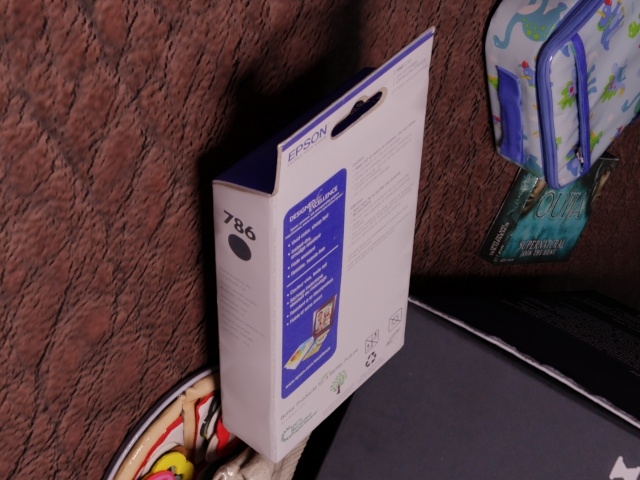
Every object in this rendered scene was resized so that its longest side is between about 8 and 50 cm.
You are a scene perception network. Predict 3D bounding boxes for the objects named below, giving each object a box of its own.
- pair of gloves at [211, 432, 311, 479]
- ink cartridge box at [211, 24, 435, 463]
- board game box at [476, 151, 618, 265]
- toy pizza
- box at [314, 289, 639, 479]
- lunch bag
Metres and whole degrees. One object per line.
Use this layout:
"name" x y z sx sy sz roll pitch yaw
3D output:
"pair of gloves" -0.071 0.263 1.271 0.240 0.042 0.204 -69 165 9
"ink cartridge box" 0.000 0.000 1.128 0.165 0.065 0.333 -39 149 -34
"board game box" 0.233 -0.036 1.592 0.186 0.026 0.126 -3 121 -59
"toy pizza" -0.103 0.187 1.248 0.201 0.032 0.201 -41 149 -31
"box" 0.197 0.317 1.498 0.471 0.297 0.480 2 114 -61
"lunch bag" 0.222 -0.158 1.377 0.176 0.090 0.219 -45 150 -19
